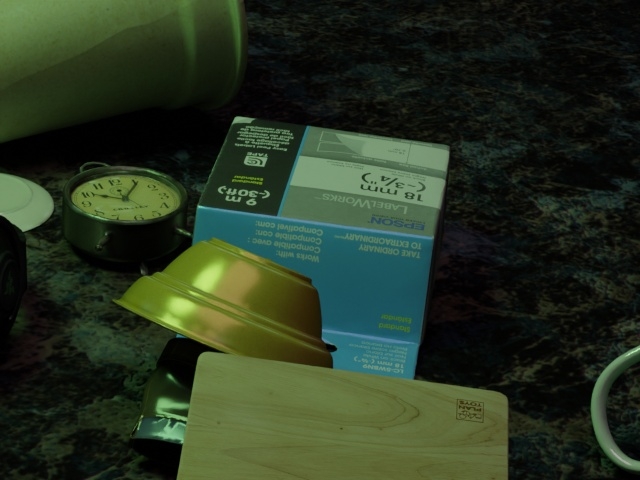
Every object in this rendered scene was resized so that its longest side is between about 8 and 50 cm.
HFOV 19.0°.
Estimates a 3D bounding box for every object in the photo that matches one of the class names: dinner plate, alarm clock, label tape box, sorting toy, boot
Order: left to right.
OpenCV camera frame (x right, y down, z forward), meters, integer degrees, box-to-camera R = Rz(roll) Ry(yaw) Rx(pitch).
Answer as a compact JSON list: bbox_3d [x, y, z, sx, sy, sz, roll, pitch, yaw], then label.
[{"bbox_3d":[-0.354,-0.044,2.033,0.141,0.017,0.141,4,29,-2],"label":"dinner plate"},{"bbox_3d":[-0.209,-0.034,1.993,0.129,0.064,0.192,-6,33,-21],"label":"alarm clock"},{"bbox_3d":[-0.059,0.175,1.658,0.219,0.082,0.106,23,57,11],"label":"boot"},{"bbox_3d":[0.000,0.000,1.930,0.241,0.105,0.333,8,28,4],"label":"label tape box"},{"bbox_3d":[0.013,0.222,1.503,0.257,0.089,0.255,8,40,-1],"label":"sorting toy"}]

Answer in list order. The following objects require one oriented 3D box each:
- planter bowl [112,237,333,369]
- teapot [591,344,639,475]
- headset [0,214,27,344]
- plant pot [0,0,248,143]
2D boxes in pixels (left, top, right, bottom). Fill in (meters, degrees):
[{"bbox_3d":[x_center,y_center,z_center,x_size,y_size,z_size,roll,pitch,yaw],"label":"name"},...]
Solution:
[{"bbox_3d":[-0.069,0.056,1.706,0.217,0.090,0.217,23,-2,1],"label":"planter bowl"},{"bbox_3d":[0.403,0.158,1.656,0.253,0.187,0.256,17,-3,-20],"label":"teapot"},{"bbox_3d":[-0.391,0.067,1.742,0.243,0.185,0.394,-2,14,-7],"label":"headset"},{"bbox_3d":[-0.299,-0.254,2.165,0.305,0.333,0.334,-25,40,-26],"label":"plant pot"}]
